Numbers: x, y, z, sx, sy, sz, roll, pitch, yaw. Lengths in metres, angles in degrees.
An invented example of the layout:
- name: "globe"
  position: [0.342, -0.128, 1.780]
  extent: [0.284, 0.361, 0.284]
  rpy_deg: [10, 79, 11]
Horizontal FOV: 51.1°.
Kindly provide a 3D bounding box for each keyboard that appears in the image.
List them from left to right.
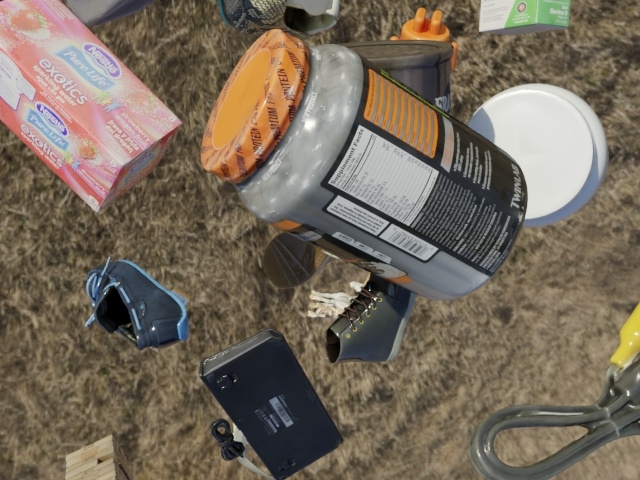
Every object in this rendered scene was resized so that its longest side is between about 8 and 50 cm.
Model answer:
- name: "keyboard"
  position: [-0.054, 0.163, 0.627]
  extent: [0.108, 0.023, 0.180]
  rpy_deg: [-29, 126, -6]

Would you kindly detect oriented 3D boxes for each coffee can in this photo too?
- name: "coffee can"
  position: [0.084, -0.131, 0.947]
  extent: [0.201, 0.201, 0.276]
  rpy_deg: [-7, 113, -9]

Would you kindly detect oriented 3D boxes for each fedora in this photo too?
- name: "fedora"
  position: [-0.372, -0.471, 1.199]
  extent: [0.275, 0.244, 0.124]
  rpy_deg: [-26, 103, 8]

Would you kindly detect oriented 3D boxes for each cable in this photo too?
- name: "cable"
  position: [0.271, 0.156, 0.609]
  extent: [0.287, 0.140, 0.072]
  rpy_deg: [-30, 166, -11]

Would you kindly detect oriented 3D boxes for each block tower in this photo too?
- name: "block tower"
  position: [-0.348, 0.454, 1.068]
  extent: [0.097, 0.335, 0.091]
  rpy_deg: [-25, 115, -8]

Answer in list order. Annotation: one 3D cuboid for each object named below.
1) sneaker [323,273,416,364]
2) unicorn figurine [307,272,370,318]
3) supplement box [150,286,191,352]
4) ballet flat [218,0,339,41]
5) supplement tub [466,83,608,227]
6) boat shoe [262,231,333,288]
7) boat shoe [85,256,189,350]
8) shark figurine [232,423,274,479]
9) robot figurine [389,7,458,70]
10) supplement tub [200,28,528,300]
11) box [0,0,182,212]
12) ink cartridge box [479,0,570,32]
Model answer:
- name: "sneaker"
  position: [0.078, 0.104, 1.070]
  extent: [0.118, 0.083, 0.222]
  rpy_deg: [-4, 111, -29]
- name: "unicorn figurine"
  position: [0.036, 0.109, 1.194]
  extent: [0.111, 0.162, 0.060]
  rpy_deg: [5, 116, 2]
- name: "supplement box"
  position: [-0.255, 0.132, 1.112]
  extent: [0.036, 0.098, 0.062]
  rpy_deg: [32, 158, 0]
- name: "ballet flat"
  position: [-0.055, -0.505, 1.449]
  extent: [0.181, 0.483, 0.164]
  rpy_deg: [-2, 105, 15]
- name: "supplement tub"
  position: [0.373, -0.144, 1.165]
  extent: [0.235, 0.324, 0.236]
  rpy_deg: [2, 96, 23]
- name: "boat shoe"
  position: [0.000, 0.000, 1.444]
  extent: [0.110, 0.122, 0.341]
  rpy_deg: [-24, 171, -47]
- name: "boat shoe"
  position: [-0.288, 0.086, 0.967]
  extent: [0.089, 0.258, 0.109]
  rpy_deg: [-20, 109, -37]
- name: "shark figurine"
  position: [-0.114, 0.322, 1.286]
  extent: [0.116, 0.166, 0.279]
  rpy_deg: [6, 82, 12]
- name: "robot figurine"
  position: [0.264, -0.492, 1.756]
  extent: [0.158, 0.128, 0.220]
  rpy_deg: [-17, 138, -20]
- name: "supplement tub"
  position: [0.048, -0.074, 0.708]
  extent: [0.315, 0.194, 0.194]
  rpy_deg: [26, 115, -27]
- name: "box"
  position: [-0.384, -0.216, 1.032]
  extent: [0.300, 0.142, 0.154]
  rpy_deg: [44, 139, -4]
- name: "ink cartridge box"
  position: [0.515, -0.672, 1.668]
  extent: [0.121, 0.211, 0.290]
  rpy_deg: [-4, 102, -26]
